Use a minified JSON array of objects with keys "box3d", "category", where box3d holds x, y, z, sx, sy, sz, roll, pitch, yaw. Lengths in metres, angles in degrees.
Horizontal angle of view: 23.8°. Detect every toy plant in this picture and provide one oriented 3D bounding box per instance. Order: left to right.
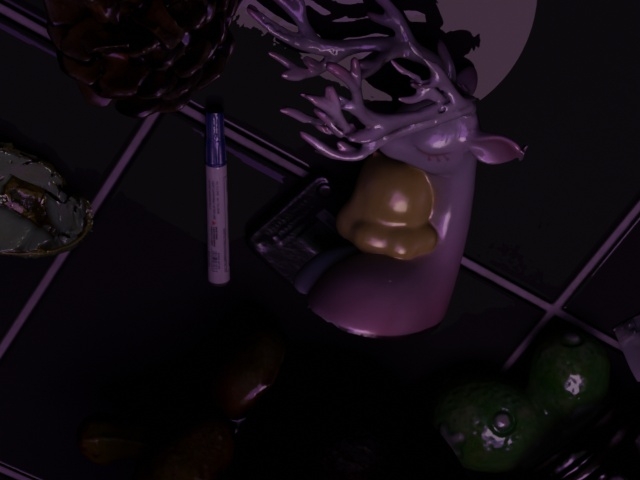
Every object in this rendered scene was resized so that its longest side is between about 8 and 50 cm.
[{"box3d":[0.253,0.216,1.691,0.218,0.175,0.235,-38,88,8],"category":"toy plant"}]

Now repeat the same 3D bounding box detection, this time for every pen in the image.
[{"box3d":[-0.108,-0.045,1.580,0.025,0.025,0.204,-2,119,-4],"category":"pen"}]

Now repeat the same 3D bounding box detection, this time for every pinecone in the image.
[{"box3d":[-0.161,-0.204,1.382,0.179,0.204,0.184,-13,104,-2],"category":"pinecone"}]

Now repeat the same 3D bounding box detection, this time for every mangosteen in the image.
[{"box3d":[-0.044,0.300,1.621,0.435,0.382,0.382,48,110,13],"category":"mangosteen"}]

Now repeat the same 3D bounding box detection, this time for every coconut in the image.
[{"box3d":[-0.320,-0.038,1.547,0.133,0.055,0.158,-38,114,17],"category":"coconut"}]

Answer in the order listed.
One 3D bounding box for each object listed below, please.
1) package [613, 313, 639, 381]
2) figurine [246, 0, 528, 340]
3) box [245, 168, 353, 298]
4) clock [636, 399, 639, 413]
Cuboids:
[{"box3d":[0.424,0.137,1.653,0.171,0.173,0.027,-22,154,14],"category":"package"},{"box3d":[0.057,-0.074,1.469,0.284,0.206,0.315,9,106,-24],"category":"figurine"},{"box3d":[0.000,0.000,1.613,0.125,0.027,0.126,-42,114,18],"category":"box"},{"box3d":[0.522,0.224,1.764,0.325,0.067,0.325,-2,120,-4],"category":"clock"}]
